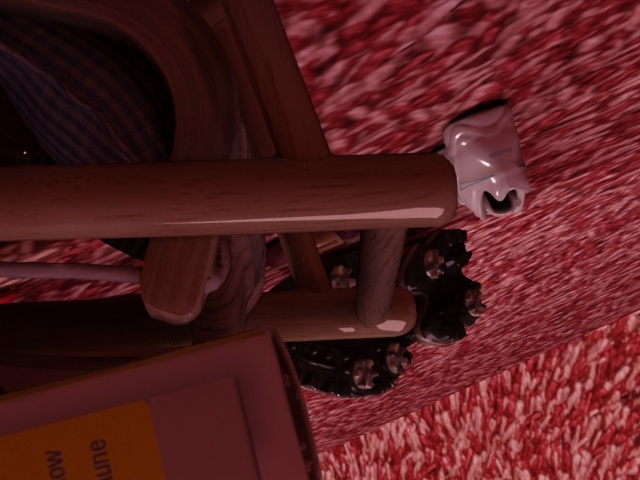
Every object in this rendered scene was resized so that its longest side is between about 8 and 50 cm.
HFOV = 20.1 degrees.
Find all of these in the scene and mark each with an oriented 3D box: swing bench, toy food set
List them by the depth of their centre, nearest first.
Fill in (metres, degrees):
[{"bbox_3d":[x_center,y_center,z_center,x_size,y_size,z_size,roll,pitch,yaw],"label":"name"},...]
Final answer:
[{"bbox_3d":[-0.109,-0.020,0.549,0.255,0.165,0.253,-20,170,-2],"label":"swing bench"},{"bbox_3d":[0.000,0.000,1.274,0.078,0.019,0.122,-23,177,17],"label":"toy food set"}]

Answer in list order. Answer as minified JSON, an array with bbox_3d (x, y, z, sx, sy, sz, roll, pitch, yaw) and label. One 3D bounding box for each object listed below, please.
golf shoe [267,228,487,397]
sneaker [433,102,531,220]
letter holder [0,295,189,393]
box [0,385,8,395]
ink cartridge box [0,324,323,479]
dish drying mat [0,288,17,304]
[{"bbox_3d":[0.016,0.061,1.358,0.120,0.105,0.273,-11,-179,34],"label":"golf shoe"},{"bbox_3d":[0.100,-0.038,1.149,0.054,0.061,0.152,-21,171,-5],"label":"sneaker"},{"bbox_3d":[-0.207,0.137,1.290,0.152,0.214,0.302,11,-169,34],"label":"letter holder"},{"bbox_3d":[-0.182,0.243,1.015,0.318,0.395,0.097,-32,-162,45],"label":"box"},{"bbox_3d":[-0.141,0.142,0.588,0.307,0.072,0.303,-12,157,-1],"label":"ink cartridge box"},{"bbox_3d":[-0.226,0.046,1.094,0.083,0.008,0.032,-14,167,-32],"label":"dish drying mat"}]
